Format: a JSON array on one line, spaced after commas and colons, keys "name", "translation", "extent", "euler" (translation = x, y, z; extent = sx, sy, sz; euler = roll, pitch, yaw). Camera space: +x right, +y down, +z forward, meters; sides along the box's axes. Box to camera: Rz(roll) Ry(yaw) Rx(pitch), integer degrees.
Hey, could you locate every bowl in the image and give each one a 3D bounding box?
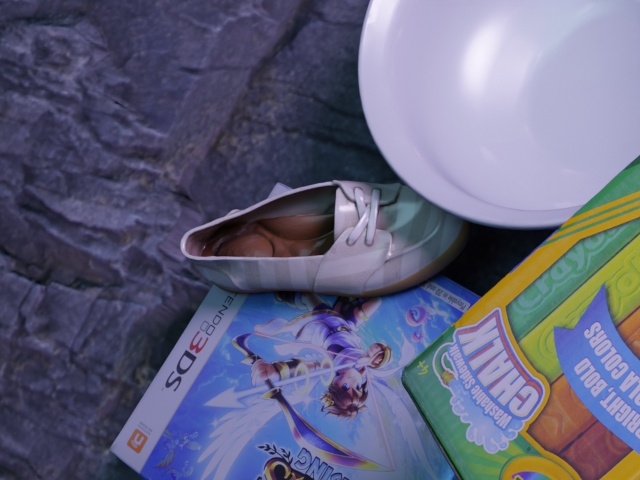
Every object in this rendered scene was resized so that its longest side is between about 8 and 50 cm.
[{"name": "bowl", "translation": [0.185, -0.125, 1.098], "extent": [0.297, 0.134, 0.298], "euler": [-13, 64, 28]}]

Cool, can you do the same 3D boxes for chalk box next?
[{"name": "chalk box", "translation": [0.181, 0.117, 0.951], "extent": [0.289, 0.179, 0.180], "euler": [-43, 43, 9]}]

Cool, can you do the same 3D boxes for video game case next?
[{"name": "video game case", "translation": [0.007, 0.120, 1.149], "extent": [0.269, 0.061, 0.244], "euler": [30, 88, 37]}]

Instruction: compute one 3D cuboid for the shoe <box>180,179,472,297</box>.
[{"name": "shoe", "translation": [0.000, 0.000, 1.131], "extent": [0.219, 0.058, 0.077], "euler": [-9, 64, 27]}]
